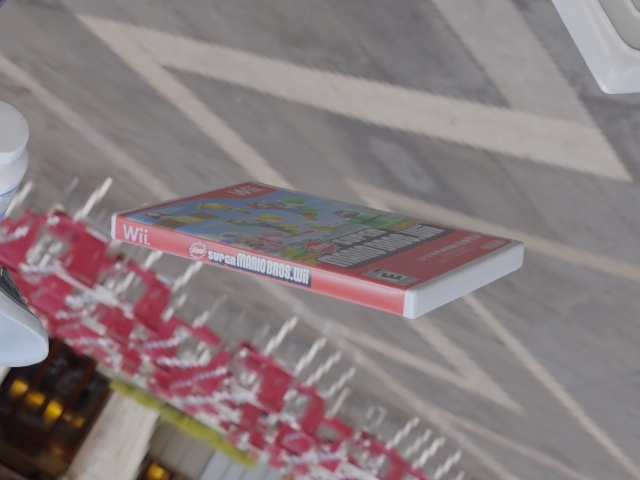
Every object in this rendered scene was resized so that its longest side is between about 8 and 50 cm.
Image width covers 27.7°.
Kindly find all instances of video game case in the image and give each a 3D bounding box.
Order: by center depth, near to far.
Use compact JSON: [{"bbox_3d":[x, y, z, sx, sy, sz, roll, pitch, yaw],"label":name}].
[{"bbox_3d":[0.000,0.000,1.081,0.285,0.025,0.204,13,-163,29],"label":"video game case"}]

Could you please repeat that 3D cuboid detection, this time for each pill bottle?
[{"bbox_3d":[-0.481,-0.097,1.813,0.124,0.124,0.221,32,138,-7],"label":"pill bottle"}]

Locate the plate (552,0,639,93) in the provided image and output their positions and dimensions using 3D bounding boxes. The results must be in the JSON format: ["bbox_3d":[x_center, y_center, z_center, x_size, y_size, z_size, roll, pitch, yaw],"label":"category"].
[{"bbox_3d":[0.444,-0.332,1.835,0.278,0.277,0.045,-6,151,-35],"label":"plate"}]

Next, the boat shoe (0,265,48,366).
[{"bbox_3d":[-0.326,0.050,1.244,0.080,0.076,0.228,-13,150,12],"label":"boat shoe"}]

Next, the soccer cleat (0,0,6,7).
[{"bbox_3d":[-0.390,-0.189,1.179,0.093,0.289,0.121,55,167,-23],"label":"soccer cleat"}]
